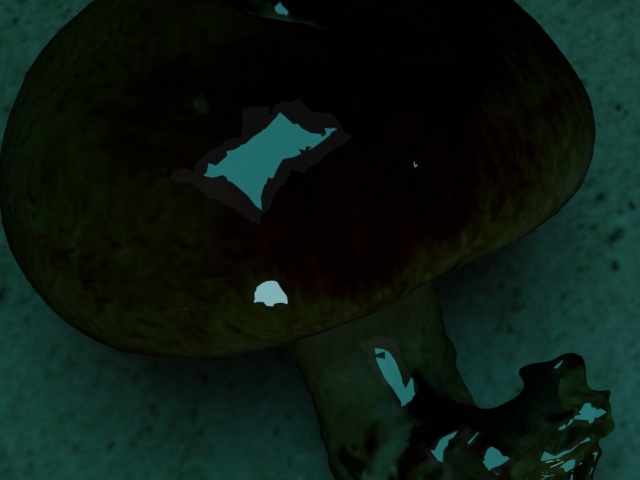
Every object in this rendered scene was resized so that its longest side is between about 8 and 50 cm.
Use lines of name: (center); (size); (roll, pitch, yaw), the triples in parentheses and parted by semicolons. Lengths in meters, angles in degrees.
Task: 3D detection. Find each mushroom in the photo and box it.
mushroom: (0.012, -0.018, 1.020); (0.331, 0.356, 0.334); (-45, 33, -15)
